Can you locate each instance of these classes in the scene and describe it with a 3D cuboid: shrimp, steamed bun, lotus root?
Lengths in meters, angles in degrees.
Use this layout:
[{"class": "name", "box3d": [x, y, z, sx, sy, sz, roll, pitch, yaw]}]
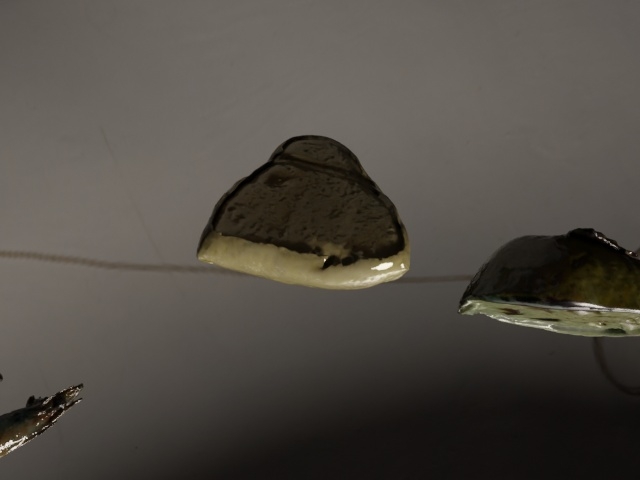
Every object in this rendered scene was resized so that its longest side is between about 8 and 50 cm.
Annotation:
[{"class": "shrimp", "box3d": [-0.443, 0.231, 1.400, 0.250, 0.052, 0.144, -21, 64, -10]}, {"class": "steamed bun", "box3d": [-0.006, -0.021, 1.193, 0.231, 0.110, 0.212, 11, 45, 4]}, {"class": "lotus root", "box3d": [0.218, 0.035, 0.885, 0.203, 0.183, 0.078, 10, 80, -14]}]
